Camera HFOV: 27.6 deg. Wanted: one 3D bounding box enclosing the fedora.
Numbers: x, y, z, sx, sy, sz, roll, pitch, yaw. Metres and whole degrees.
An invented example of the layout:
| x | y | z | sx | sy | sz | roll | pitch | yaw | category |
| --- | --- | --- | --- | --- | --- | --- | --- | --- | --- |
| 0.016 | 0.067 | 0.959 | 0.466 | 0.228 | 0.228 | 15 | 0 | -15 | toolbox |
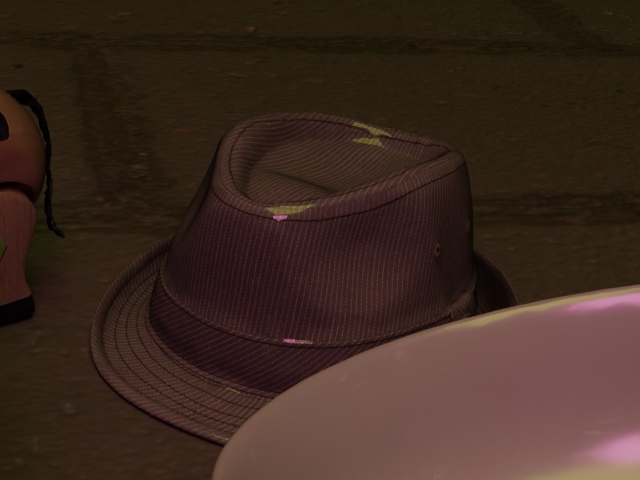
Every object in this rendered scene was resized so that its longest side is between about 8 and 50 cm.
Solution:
| x | y | z | sx | sy | sz | roll | pitch | yaw | category |
| --- | --- | --- | --- | --- | --- | --- | --- | --- | --- |
| 0.000 | 0.000 | 0.771 | 0.244 | 0.124 | 0.275 | 22 | 30 | 31 | fedora |

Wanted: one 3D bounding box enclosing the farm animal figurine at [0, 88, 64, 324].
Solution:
| x | y | z | sx | sy | sz | roll | pitch | yaw | category |
| --- | --- | --- | --- | --- | --- | --- | --- | --- | --- |
| -0.261 | -0.011 | 0.679 | 0.330 | 0.172 | 0.327 | 20 | 29 | 26 | farm animal figurine |

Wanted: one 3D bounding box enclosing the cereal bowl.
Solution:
| x | y | z | sx | sy | sz | roll | pitch | yaw | category |
| --- | --- | --- | --- | --- | --- | --- | --- | --- | --- |
| 0.136 | 0.119 | 0.485 | 0.339 | 0.141 | 0.339 | -9 | 10 | 2 | cereal bowl |

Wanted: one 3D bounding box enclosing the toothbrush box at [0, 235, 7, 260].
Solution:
| x | y | z | sx | sy | sz | roll | pitch | yaw | category |
| --- | --- | --- | --- | --- | --- | --- | --- | --- | --- |
| -0.238 | 0.049 | 0.388 | 0.206 | 0.122 | 0.283 | -18 | 25 | 8 | toothbrush box |
